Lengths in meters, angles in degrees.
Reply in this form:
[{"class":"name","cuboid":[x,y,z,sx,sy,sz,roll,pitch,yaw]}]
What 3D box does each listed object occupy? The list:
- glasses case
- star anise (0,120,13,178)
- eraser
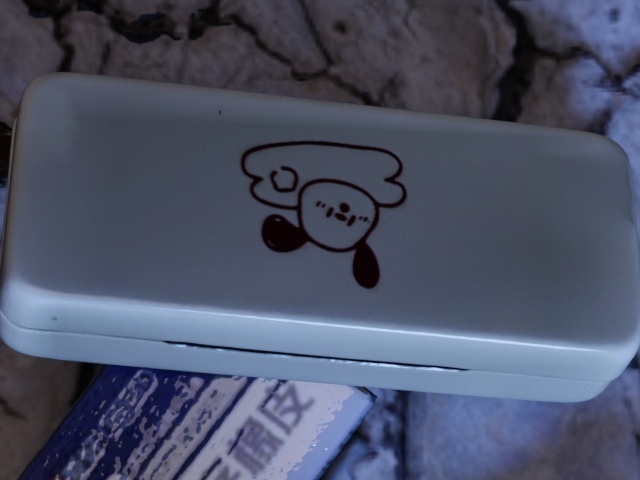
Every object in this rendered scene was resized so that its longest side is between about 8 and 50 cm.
[{"class":"glasses case","cuboid":[0.000,0.000,0.926,0.313,0.070,0.131,6,60,-9]},{"class":"star anise","cuboid":[-0.245,-0.081,1.006,0.158,0.144,0.140,-26,129,7]},{"class":"eraser","cuboid":[-0.081,0.128,0.968,0.124,0.068,0.210,37,88,6]}]
